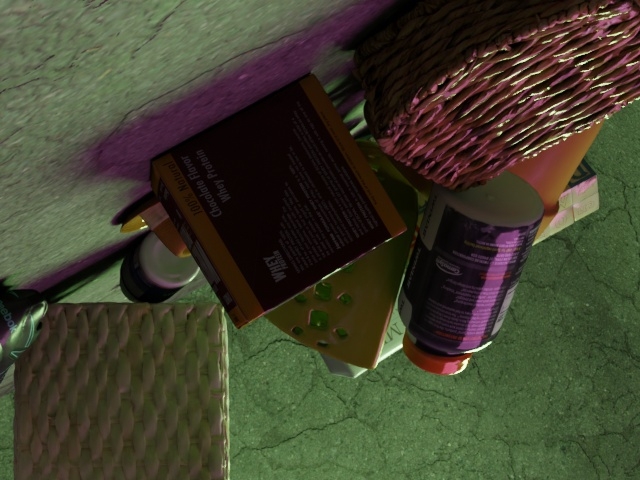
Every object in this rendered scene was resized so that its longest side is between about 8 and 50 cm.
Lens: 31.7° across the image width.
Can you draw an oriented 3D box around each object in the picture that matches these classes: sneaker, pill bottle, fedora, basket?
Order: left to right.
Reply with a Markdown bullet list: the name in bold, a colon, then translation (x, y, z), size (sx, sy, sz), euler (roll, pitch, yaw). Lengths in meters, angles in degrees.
- **sneaker**: translation (-0.402, 0.125, 1.422), size (0.106, 0.101, 0.267), euler (-32, 179, -24)
- **basket**: translation (-0.300, 0.263, 1.722), size (0.328, 0.331, 0.266), euler (0, 171, -7)
- **pill bottle**: translation (-0.250, 0.044, 1.710), size (0.094, 0.094, 0.169), euler (-29, 178, -30)
- **fedora**: translation (-0.157, -0.032, 1.401), size (0.194, 0.079, 0.194), euler (-30, 179, -1)
- **pill bottle**: translation (0.166, 0.042, 1.324), size (0.130, 0.130, 0.246), euler (-29, 143, -45)
- **basket**: translation (0.180, -0.226, 1.146), size (0.299, 0.223, 0.213), euler (-28, 147, 32)

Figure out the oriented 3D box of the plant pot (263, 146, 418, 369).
- **plant pot**: translation (0.000, 0.000, 1.443), size (0.227, 0.207, 0.228), euler (-80, -176, -67)

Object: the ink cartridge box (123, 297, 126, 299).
- **ink cartridge box**: translation (-0.344, 0.079, 2.153), size (0.083, 0.028, 0.048), euler (-30, 178, -23)

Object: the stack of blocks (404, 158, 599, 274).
- **stack of blocks**: translation (0.234, -0.057, 1.651), size (0.297, 0.171, 0.087), euler (-28, 143, -3)

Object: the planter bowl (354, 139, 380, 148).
- **planter bowl**: translation (0.044, -0.054, 1.855), size (0.217, 0.090, 0.217), euler (-22, -134, 24)

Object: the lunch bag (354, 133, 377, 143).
- **lunch bag**: translation (0.176, -0.140, 2.053), size (0.224, 0.108, 0.279), euler (-13, 166, 37)

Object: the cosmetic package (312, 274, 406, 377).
- **cosmetic package**: translation (0.085, 0.050, 2.474), size (0.329, 0.394, 0.327), euler (-31, 178, -9)

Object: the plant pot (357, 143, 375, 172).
- **plant pot**: translation (-0.017, -0.085, 1.679), size (0.237, 0.110, 0.237), euler (-31, 178, -1)

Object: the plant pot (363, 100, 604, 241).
- **plant pot**: translation (0.229, -0.159, 1.447), size (0.203, 0.291, 0.291), euler (-49, 170, 25)

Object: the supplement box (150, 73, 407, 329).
- **supplement box**: translation (-0.050, -0.037, 1.199), size (0.194, 0.191, 0.129), euler (-31, 178, -12)
